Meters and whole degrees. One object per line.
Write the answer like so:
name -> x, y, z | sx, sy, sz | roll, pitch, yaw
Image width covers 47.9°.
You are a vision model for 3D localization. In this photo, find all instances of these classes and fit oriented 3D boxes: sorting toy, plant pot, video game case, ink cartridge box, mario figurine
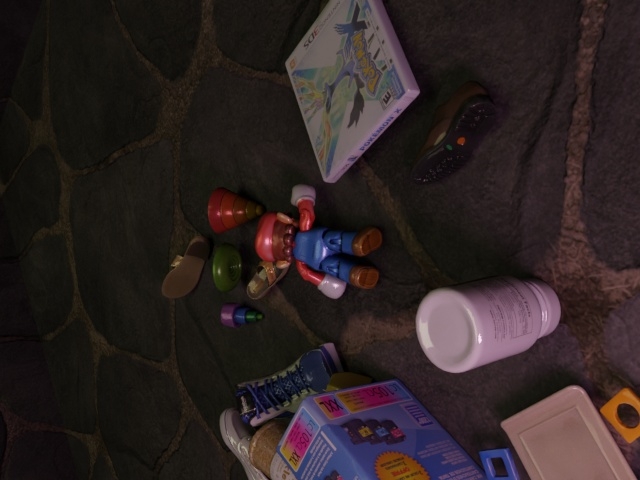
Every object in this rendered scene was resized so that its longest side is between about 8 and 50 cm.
sorting toy -> 0.407, 0.345, 1.159 | 0.347, 0.047, 0.196 | -47, 65, 44
plant pot -> 0.052, 0.328, 1.530 | 0.083, 0.081, 0.081 | 21, 117, 8
video game case -> 0.050, -0.334, 1.466 | 0.300, 0.036, 0.329 | -44, 54, 44
sorting toy -> -0.193, 0.046, 1.825 | 0.126, 0.127, 0.365 | 1, 100, 21
ink cartridge box -> 0.148, 0.448, 1.306 | 0.395, 0.270, 0.151 | 46, 123, 36
mario figurine -> 0.000, 0.000, 1.575 | 0.321, 0.170, 0.198 | 17, 72, 38

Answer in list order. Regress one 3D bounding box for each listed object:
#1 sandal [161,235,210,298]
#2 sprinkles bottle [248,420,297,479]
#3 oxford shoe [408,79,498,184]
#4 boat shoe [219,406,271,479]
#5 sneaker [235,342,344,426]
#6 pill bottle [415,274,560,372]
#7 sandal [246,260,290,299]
sandal -> -0.378, 0.063, 2.066 | 0.240, 0.088, 0.079 | -54, 24, 31
sprinkles bottle -> -0.009, 0.503, 1.509 | 0.355, 0.121, 0.121 | 19, 110, 49
oxford shoe -> 0.228, -0.189, 1.285 | 0.227, 0.083, 0.096 | -52, 37, 40
boat shoe -> -0.168, 0.538, 1.847 | 0.088, 0.096, 0.267 | -48, 60, 38
sneaker -> -0.088, 0.355, 1.652 | 0.315, 0.182, 0.127 | -42, 65, 45
pill bottle -> 0.272, 0.123, 1.142 | 0.131, 0.229, 0.131 | 10, 104, 50
sandal -> -0.131, 0.076, 1.751 | 0.072, 0.049, 0.180 | 49, 115, 26
